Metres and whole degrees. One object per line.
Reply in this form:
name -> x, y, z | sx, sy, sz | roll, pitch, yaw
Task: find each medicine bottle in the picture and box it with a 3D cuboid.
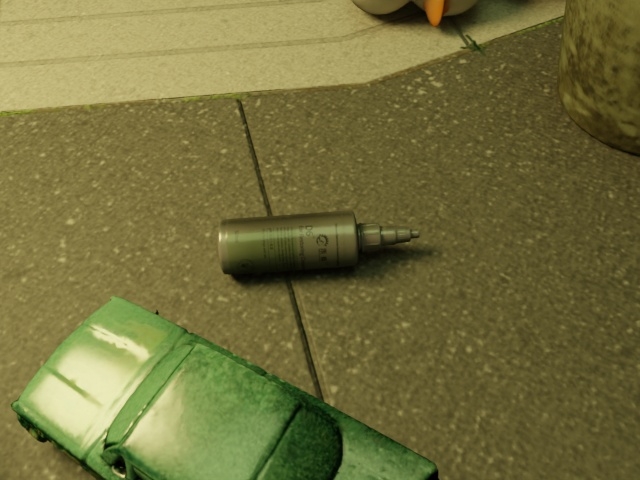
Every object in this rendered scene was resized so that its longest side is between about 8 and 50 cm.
medicine bottle -> 0.000, 0.000, 0.568 | 0.198, 0.058, 0.058 | -3, 53, -1

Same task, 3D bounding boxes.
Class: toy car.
toy car -> -0.078, 0.150, 0.432 | 0.320, 0.097, 0.141 | 24, 57, 19

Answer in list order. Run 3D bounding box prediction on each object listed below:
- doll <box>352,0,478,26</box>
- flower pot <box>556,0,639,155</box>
doll -> 0.143, -0.424, 0.804 | 0.220, 0.221, 0.251 | -2, 79, 1
flower pot -> 0.404, -0.269, 0.583 | 0.293, 0.330, 0.294 | -2, 52, 3
